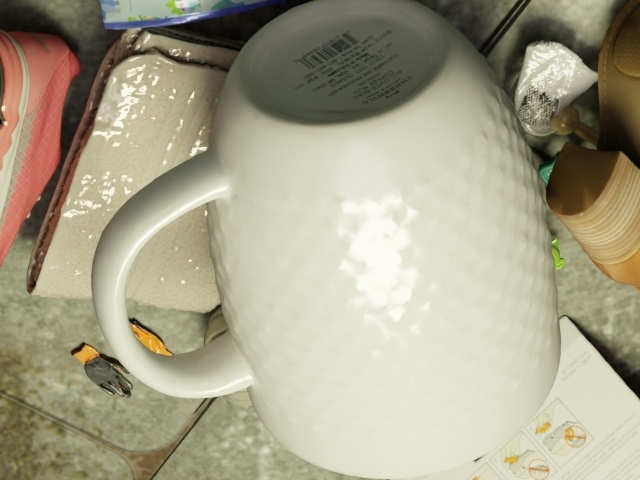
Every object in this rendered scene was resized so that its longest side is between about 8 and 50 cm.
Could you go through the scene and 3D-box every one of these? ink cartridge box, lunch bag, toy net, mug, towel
[{"bbox_3d":[0.234,0.245,1.645,0.275,0.060,0.239,-46,74,23],"label":"ink cartridge box"},{"bbox_3d":[-0.104,-0.245,1.333,0.151,0.096,0.129,-2,123,12],"label":"lunch bag"},{"bbox_3d":[0.206,-0.077,1.482,0.122,0.045,0.232,-17,120,11],"label":"toy net"},{"bbox_3d":[0.000,0.000,1.338,0.374,0.276,0.328,-22,133,-10],"label":"mug"},{"bbox_3d":[-0.128,-0.053,1.454,0.187,0.049,0.282,8,124,-27],"label":"towel"}]

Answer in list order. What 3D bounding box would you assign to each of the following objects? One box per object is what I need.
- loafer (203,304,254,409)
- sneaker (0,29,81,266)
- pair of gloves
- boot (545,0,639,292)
[{"bbox_3d":[0.054,0.096,1.552,0.319,0.112,0.111,-6,129,9],"label":"loafer"},{"bbox_3d":[-0.277,-0.039,1.433,0.116,0.136,0.314,36,119,24],"label":"sneaker"},{"bbox_3d":[-0.188,0.113,1.606,0.083,0.010,0.074,-35,117,20],"label":"pair of gloves"},{"bbox_3d":[0.322,-0.086,1.436,0.220,0.109,0.283,35,78,-44],"label":"boot"}]
